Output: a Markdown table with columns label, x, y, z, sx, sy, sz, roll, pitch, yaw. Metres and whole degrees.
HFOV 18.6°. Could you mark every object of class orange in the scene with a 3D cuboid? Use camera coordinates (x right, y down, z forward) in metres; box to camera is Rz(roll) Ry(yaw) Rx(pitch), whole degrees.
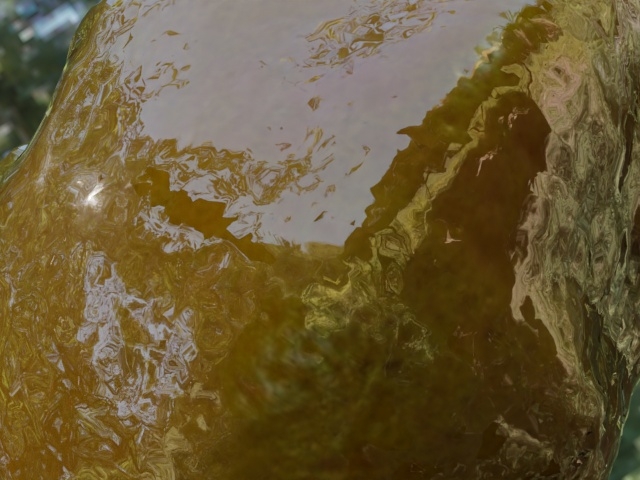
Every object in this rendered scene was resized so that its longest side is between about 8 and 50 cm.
| label | x | y | z | sx | sy | sz | roll | pitch | yaw |
| --- | --- | --- | --- | --- | --- | --- | --- | --- | --- |
| orange | 0.000 | 0.000 | 0.567 | 0.249 | 0.183 | 0.249 | -55 | 10 | 14 |
